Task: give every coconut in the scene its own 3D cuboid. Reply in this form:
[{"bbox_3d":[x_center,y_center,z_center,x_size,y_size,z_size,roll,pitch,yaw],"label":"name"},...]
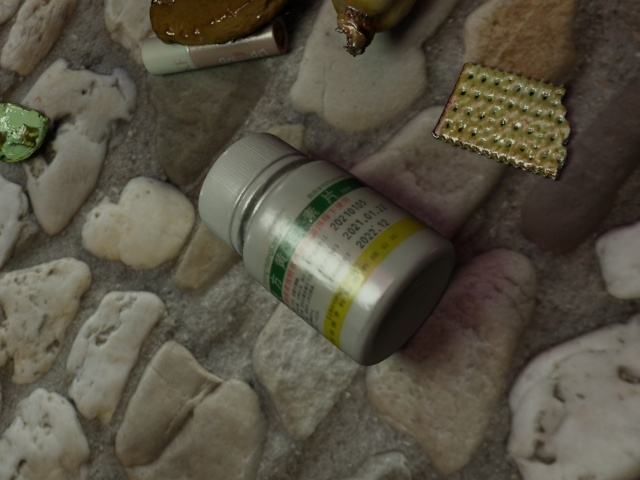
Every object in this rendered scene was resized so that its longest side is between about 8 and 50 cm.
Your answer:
[{"bbox_3d":[-0.585,-0.205,1.409,0.158,0.055,0.133,36,93,26],"label":"coconut"}]

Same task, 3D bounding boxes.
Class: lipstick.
[{"bbox_3d":[-0.186,-0.340,1.277,0.255,0.070,0.070,-4,76,20],"label":"lipstick"}]

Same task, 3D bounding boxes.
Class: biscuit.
[{"bbox_3d":[0.280,-0.184,1.085,0.203,0.016,0.144,22,86,25],"label":"biscuit"},{"bbox_3d":[-0.166,-0.441,1.249,0.296,0.075,0.295,-12,51,15],"label":"biscuit"}]

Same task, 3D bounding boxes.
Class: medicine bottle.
[{"bbox_3d":[0.000,0.000,1.045,0.340,0.208,0.208,36,92,25],"label":"medicine bottle"}]

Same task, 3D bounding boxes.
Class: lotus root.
[{"bbox_3d":[0.090,-0.445,1.141,0.152,0.169,0.342,15,84,30],"label":"lotus root"}]
